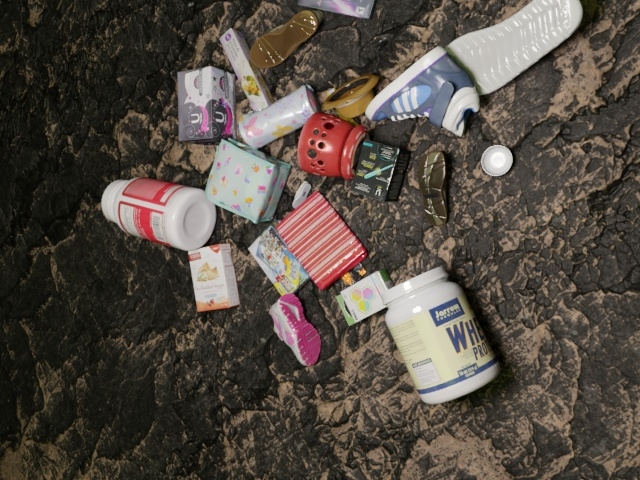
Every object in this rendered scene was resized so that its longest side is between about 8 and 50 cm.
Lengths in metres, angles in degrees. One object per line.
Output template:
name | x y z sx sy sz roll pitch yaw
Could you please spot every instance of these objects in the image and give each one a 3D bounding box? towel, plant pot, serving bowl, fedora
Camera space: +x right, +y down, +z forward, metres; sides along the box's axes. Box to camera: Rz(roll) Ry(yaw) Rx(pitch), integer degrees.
towel | 0.000 0.000 1.784 0.199 0.031 0.275 -40 73 10
plant pot | 0.046 -0.279 1.679 0.174 0.191 0.191 20 103 20
serving bowl | 0.487 -0.219 1.514 0.083 0.027 0.083 2 95 30
fedora | 0.102 -0.429 1.676 0.194 0.194 0.079 -17 121 30

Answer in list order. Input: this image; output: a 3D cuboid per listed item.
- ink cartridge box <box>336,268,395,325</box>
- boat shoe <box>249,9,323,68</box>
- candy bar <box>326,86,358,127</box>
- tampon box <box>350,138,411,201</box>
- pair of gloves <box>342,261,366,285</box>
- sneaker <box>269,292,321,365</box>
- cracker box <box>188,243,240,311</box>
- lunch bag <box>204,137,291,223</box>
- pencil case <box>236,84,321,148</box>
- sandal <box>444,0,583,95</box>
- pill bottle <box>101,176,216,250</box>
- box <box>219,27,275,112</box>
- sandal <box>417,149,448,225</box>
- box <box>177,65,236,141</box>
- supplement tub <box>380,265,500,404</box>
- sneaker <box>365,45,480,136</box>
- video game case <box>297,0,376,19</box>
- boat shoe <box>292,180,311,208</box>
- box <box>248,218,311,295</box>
ink cartridge box | 0.135 0.184 1.722 0.209 0.062 0.109 -32 78 28
boat shoe | -0.110 -0.660 1.813 0.285 0.089 0.104 -19 109 32
candy bar | 0.067 -0.419 1.752 0.040 0.018 0.161 -34 76 24
tampon box | 0.182 -0.208 1.649 0.120 0.101 0.161 22 104 28
pair of gloves | 0.101 0.100 1.767 0.083 0.010 0.074 -48 70 23
sneaker | -0.088 0.303 1.844 0.111 0.103 0.252 -27 86 50
cracker box | -0.393 0.136 2.023 0.156 0.067 0.232 -12 86 30
lunch bag | -0.262 -0.207 1.877 0.262 0.160 0.223 26 106 21
pencil case | -0.134 -0.401 1.793 0.273 0.113 0.124 -21 62 20
sandal | 0.493 -0.505 1.453 0.416 0.102 0.169 -16 104 46
pill bottle | -0.607 -0.111 2.040 0.408 0.229 0.229 14 100 29
box | -0.248 -0.577 1.898 0.063 0.067 0.324 -31 77 26
sandal | 0.337 -0.152 1.593 0.090 0.060 0.219 -2 106 36
box | -0.400 -0.471 1.948 0.163 0.142 0.247 1 94 30
supplement tub | 0.321 0.257 1.518 0.235 0.235 0.325 -30 78 28
sneaker | 0.295 -0.365 1.561 0.236 0.130 0.323 53 136 -3
video game case | 0.067 -0.816 1.726 0.274 0.026 0.196 23 104 26
boat shoe | -0.067 -0.155 1.840 0.100 0.035 0.035 -61 38 22
box | -0.127 0.064 1.877 0.159 0.044 0.233 -45 71 24
